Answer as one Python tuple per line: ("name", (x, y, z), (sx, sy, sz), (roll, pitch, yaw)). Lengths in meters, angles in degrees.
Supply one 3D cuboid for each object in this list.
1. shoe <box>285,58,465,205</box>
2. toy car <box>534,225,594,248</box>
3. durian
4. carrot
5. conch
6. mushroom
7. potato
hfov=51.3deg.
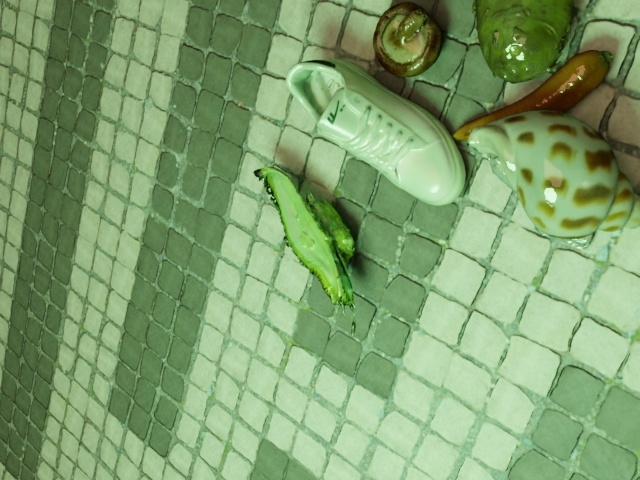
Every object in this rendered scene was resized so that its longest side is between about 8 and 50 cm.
("shoe", (0.085, -0.194, 1.138), (0.363, 0.160, 0.131), (47, 122, 23))
("toy car", (0.374, -0.017, 1.032), (0.093, 0.025, 0.041), (23, 108, 32))
("durian", (-0.006, 0.003, 1.262), (0.132, 0.107, 0.375), (-43, 70, 30))
("carrot", (0.323, -0.204, 1.028), (0.066, 0.062, 0.271), (45, 130, -15))
("conch", (0.350, -0.092, 0.965), (0.149, 0.183, 0.275), (-41, 93, 15))
("mushroom", (0.143, -0.336, 1.120), (0.127, 0.087, 0.127), (2, 93, 35))
("potato", (0.301, -0.357, 0.989), (0.149, 0.113, 0.251), (-7, 77, 46))
